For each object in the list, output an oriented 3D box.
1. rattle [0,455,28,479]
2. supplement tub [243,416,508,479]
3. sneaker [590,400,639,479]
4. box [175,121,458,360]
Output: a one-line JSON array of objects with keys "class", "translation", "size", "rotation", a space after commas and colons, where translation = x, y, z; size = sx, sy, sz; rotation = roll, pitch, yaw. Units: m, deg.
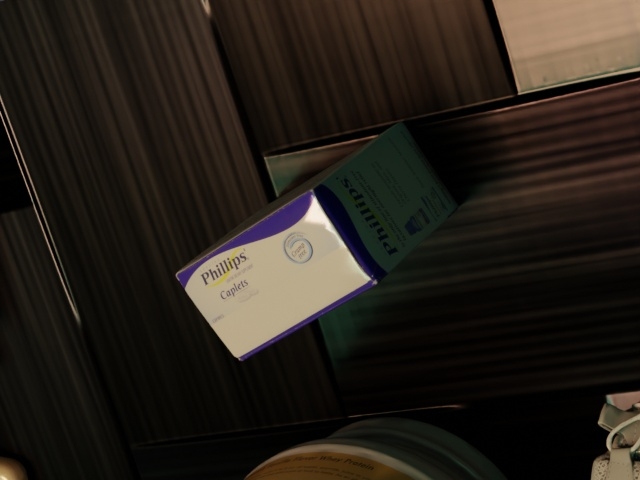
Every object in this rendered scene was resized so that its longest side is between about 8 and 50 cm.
[{"class": "rattle", "translation": [-0.294, 0.270, 1.483], "size": [0.130, 0.143, 0.200], "rotation": [11, 110, 5]}, {"class": "supplement tub", "translation": [-0.003, 0.265, 1.205], "size": [0.228, 0.316, 0.228], "rotation": [11, 116, 25]}, {"class": "sneaker", "translation": [0.223, 0.135, 1.153], "size": [0.115, 0.105, 0.281], "rotation": [42, 125, 7]}, {"class": "box", "translation": [0.000, 0.000, 1.200], "size": [0.126, 0.137, 0.072], "rotation": [-31, 94, 35]}]
